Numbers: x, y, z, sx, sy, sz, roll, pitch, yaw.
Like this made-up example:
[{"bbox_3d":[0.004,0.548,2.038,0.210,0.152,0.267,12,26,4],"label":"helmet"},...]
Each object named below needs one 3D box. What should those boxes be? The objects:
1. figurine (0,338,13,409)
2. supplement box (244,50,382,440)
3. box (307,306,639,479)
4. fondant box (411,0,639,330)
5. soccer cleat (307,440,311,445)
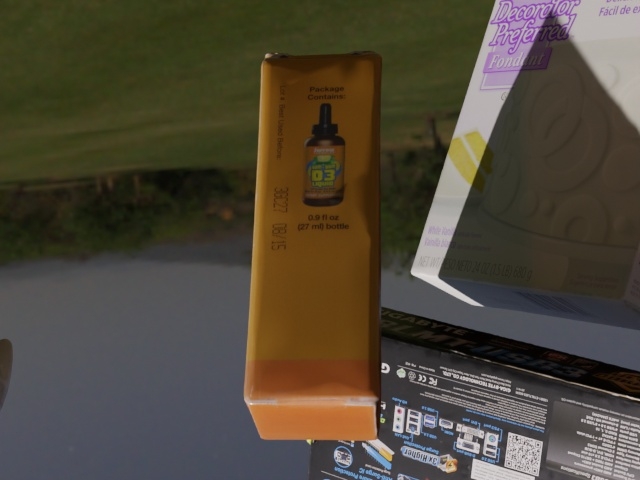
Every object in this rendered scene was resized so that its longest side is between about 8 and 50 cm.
[{"bbox_3d":[-0.267,0.163,0.767,0.092,0.210,0.215,25,-175,-1],"label":"figurine"},{"bbox_3d":[0.000,0.000,0.736,0.078,0.234,0.080,0,156,5],"label":"supplement box"},{"bbox_3d":[0.126,0.222,0.920,0.295,0.293,0.073,12,-164,31],"label":"box"},{"bbox_3d":[0.234,-0.099,1.052,0.096,0.330,0.238,27,166,-38],"label":"fondant box"},{"bbox_3d":[0.004,0.218,1.415,0.121,0.093,0.289,35,-169,-29],"label":"soccer cleat"}]
